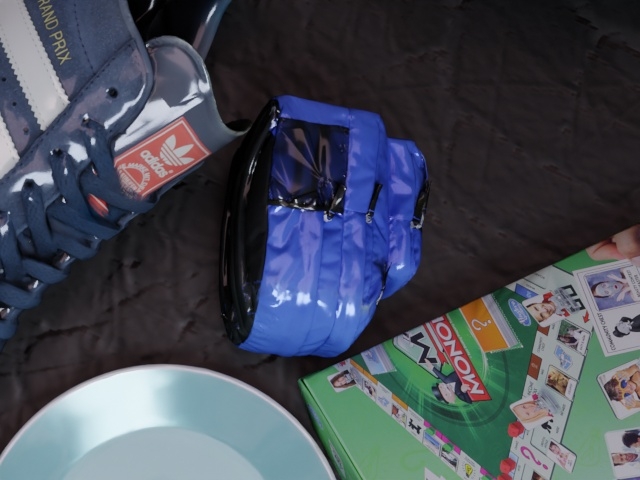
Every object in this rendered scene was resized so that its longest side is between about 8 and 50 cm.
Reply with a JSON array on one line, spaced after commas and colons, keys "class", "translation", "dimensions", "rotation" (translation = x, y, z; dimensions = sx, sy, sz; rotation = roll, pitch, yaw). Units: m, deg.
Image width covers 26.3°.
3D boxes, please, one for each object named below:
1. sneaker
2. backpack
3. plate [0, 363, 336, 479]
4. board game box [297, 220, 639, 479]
[{"class": "sneaker", "translation": [-0.125, -0.035, 0.659], "dimensions": [0.148, 0.131, 0.350], "rotation": [16, 74, 22]}, {"class": "backpack", "translation": [0.000, 0.000, 0.694], "dimensions": [0.101, 0.098, 0.120], "rotation": [10, 74, -6]}, {"class": "plate", "translation": [-0.079, 0.156, 0.684], "dimensions": [0.188, 0.024, 0.188], "rotation": [2, 74, -6]}, {"class": "board game box", "translation": [0.149, 0.134, 0.612], "dimensions": [0.213, 0.046, 0.317], "rotation": [-24, 45, -10]}]
